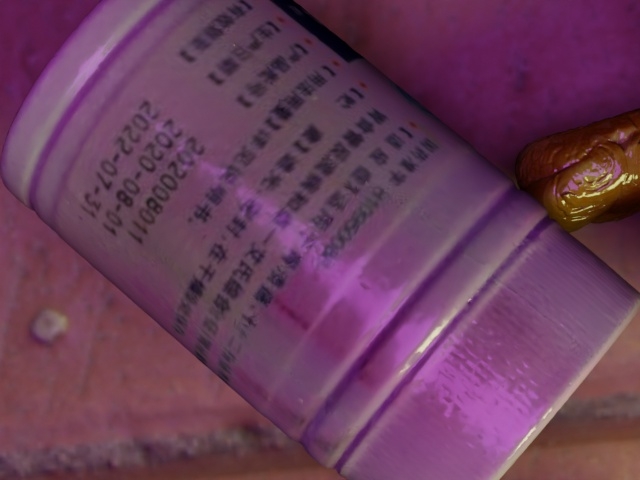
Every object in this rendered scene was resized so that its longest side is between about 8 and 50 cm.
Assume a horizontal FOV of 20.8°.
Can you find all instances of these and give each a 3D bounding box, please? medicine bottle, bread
[{"bbox_3d":[0.000,0.000,0.776,0.254,0.152,0.152,40,102,8],"label":"medicine bottle"},{"bbox_3d":[0.128,-0.031,0.813,0.083,0.081,0.046,-10,79,-33],"label":"bread"}]
